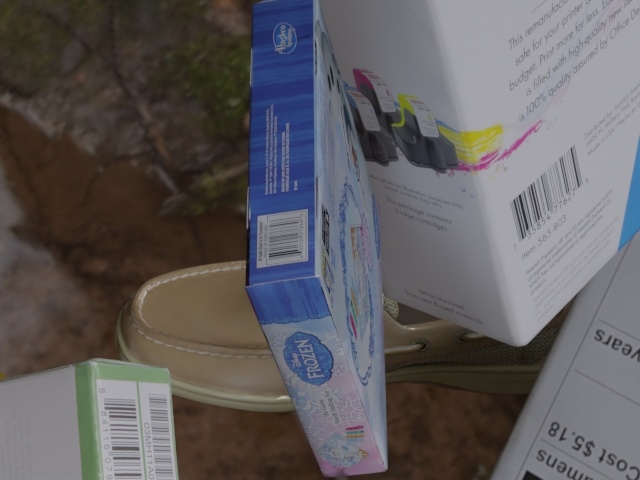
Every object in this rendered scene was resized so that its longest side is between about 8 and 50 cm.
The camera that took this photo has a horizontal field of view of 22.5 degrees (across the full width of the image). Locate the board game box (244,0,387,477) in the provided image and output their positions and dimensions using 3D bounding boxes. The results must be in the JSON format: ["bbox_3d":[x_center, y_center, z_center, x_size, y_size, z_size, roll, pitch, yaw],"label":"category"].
[{"bbox_3d":[0.000,0.000,0.415,0.090,0.020,0.090,70,16,-51],"label":"board game box"}]

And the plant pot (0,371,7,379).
[{"bbox_3d":[-0.300,0.195,1.190,0.212,0.187,0.212,60,9,-55],"label":"plant pot"}]

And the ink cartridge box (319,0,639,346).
[{"bbox_3d":[0.051,-0.072,0.475,0.104,0.062,0.181,-42,133,-28],"label":"ink cartridge box"}]

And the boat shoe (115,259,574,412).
[{"bbox_3d":[0.023,0.037,0.996,0.302,0.098,0.109,0,48,0],"label":"boat shoe"}]

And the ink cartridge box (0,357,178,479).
[{"bbox_3d":[-0.165,0.155,0.708,0.056,0.235,0.171,11,69,-54],"label":"ink cartridge box"}]

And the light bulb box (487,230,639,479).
[{"bbox_3d":[0.252,0.203,0.734,0.358,0.361,0.225,29,9,29],"label":"light bulb box"}]
